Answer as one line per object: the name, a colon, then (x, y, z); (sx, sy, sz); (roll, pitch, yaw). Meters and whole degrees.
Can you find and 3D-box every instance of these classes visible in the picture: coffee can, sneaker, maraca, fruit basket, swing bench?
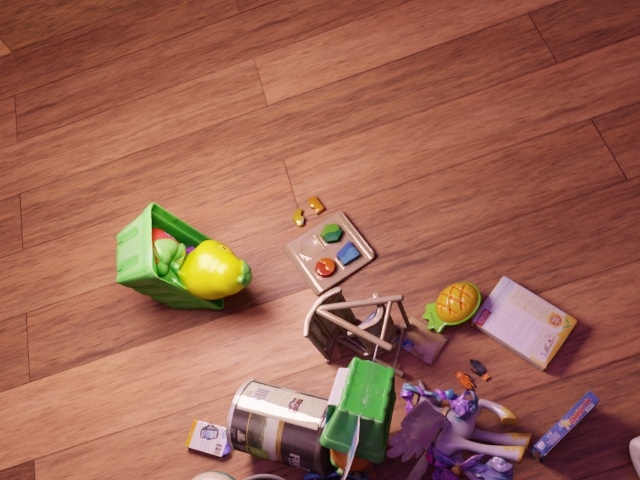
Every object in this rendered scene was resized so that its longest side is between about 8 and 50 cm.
coffee can: (-0.088, 0.504, 1.762); (0.275, 0.201, 0.202); (9, 67, 21)
sneaker: (0.048, 0.661, 1.752); (0.188, 0.067, 0.078); (-4, 84, 9)
maraca: (0.381, 0.194, 1.877); (0.185, 0.099, 0.127); (-35, 41, 17)
fruit basket: (0.071, 0.480, 1.600); (0.165, 0.353, 0.327); (21, 34, 3)
fruit basket: (-0.380, 0.063, 1.956); (0.391, 0.392, 0.283); (-12, 63, 7)
swing bench: (0.111, 0.251, 1.813); (0.254, 0.253, 0.165); (7, 66, 19)

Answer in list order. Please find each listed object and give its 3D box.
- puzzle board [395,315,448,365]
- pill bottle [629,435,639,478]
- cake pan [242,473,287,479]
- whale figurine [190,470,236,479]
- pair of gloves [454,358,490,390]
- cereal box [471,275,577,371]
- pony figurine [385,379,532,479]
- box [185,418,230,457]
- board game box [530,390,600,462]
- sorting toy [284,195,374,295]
puzzle board: (0.294, 0.293, 1.895); (0.128, 0.011, 0.096); (30, 76, 24)
pill bottle: (0.952, 0.498, 1.539); (0.360, 0.204, 0.204); (-25, 62, 1)
cake pan: (-0.156, 0.755, 1.662); (0.293, 0.054, 0.294); (12, 66, -28)
whale figurine: (-0.297, 0.761, 1.746); (0.216, 0.141, 0.272); (11, 84, 13)
pair of gloves: (0.427, 0.378, 1.824); (0.083, 0.010, 0.074); (-37, 62, -7)
cereal box: (0.575, 0.233, 1.840); (0.240, 0.047, 0.173); (34, 76, 25)
pony figurine: (0.329, 0.520, 1.662); (0.363, 0.303, 0.351); (17, 37, 23)
box: (-0.317, 0.579, 1.887); (0.136, 0.028, 0.081); (11, 68, 15)
board game box: (0.624, 0.479, 1.660); (0.201, 0.136, 0.035); (-41, 63, -8)
sorting toy: (0.000, 0.000, 2.085); (0.229, 0.041, 0.307); (-34, 63, -5)
